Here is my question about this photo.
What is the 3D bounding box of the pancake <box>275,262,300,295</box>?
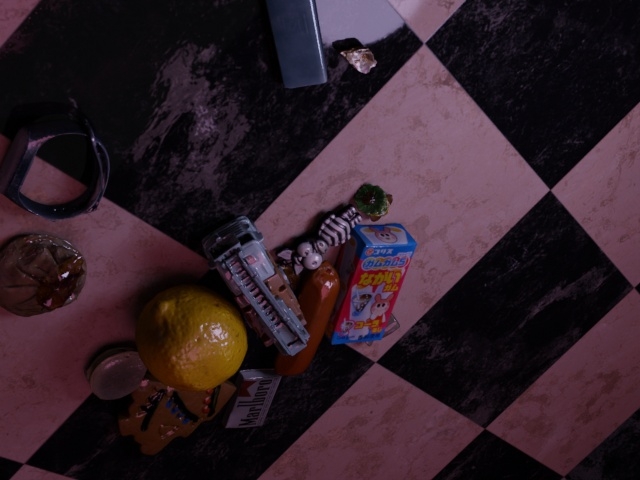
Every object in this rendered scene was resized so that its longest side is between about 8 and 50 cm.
[{"bbox_3d":[-0.113,0.119,2.024,0.158,0.028,0.158,-16,127,-21],"label":"pancake"}]

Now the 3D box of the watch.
[{"bbox_3d":[-0.482,-0.134,1.583,0.193,0.068,0.206,11,121,-40],"label":"watch"}]

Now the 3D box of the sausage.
[{"bbox_3d":[-0.031,0.205,2.091,0.097,0.094,0.348,-19,136,-47],"label":"sausage"}]

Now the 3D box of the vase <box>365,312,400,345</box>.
[{"bbox_3d":[0.157,0.235,2.261,0.101,0.053,0.053,-36,135,5],"label":"vase"}]

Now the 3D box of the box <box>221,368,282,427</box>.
[{"bbox_3d":[-0.178,0.410,2.209,0.115,0.036,0.177,2,123,-31],"label":"box"}]

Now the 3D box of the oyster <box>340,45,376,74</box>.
[{"bbox_3d":[0.080,-0.377,1.750,0.051,0.034,0.093,-31,148,16],"label":"oyster"}]

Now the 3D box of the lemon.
[{"bbox_3d":[-0.286,0.209,1.857,0.253,0.228,0.228,30,106,-39],"label":"lemon"}]

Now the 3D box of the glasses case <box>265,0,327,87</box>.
[{"bbox_3d":[-0.043,-0.417,1.628,0.105,0.056,0.266,-25,133,-13],"label":"glasses case"}]

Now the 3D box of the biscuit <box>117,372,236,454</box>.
[{"bbox_3d":[-0.348,0.405,2.098,0.302,0.043,0.278,-19,132,-18],"label":"biscuit"}]

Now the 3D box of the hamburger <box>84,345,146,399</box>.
[{"bbox_3d":[-0.462,0.296,1.933,0.133,0.062,0.140,4,120,-38],"label":"hamburger"}]

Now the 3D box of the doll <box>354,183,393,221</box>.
[{"bbox_3d":[0.140,-0.078,1.988,0.113,0.077,0.078,33,95,-44],"label":"doll"}]

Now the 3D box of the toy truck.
[{"bbox_3d":[-0.139,0.097,1.865,0.133,0.184,0.338,-31,126,-4],"label":"toy truck"}]

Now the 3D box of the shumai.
[{"bbox_3d":[-0.541,0.089,1.684,0.201,0.120,0.201,-18,131,-22],"label":"shumai"}]

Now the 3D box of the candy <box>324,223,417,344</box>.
[{"bbox_3d":[0.112,0.107,2.102,0.157,0.100,0.305,0,123,-30],"label":"candy"}]

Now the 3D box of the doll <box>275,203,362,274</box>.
[{"bbox_3d":[0.000,0.000,1.972,0.219,0.067,0.091,-37,127,2],"label":"doll"}]
